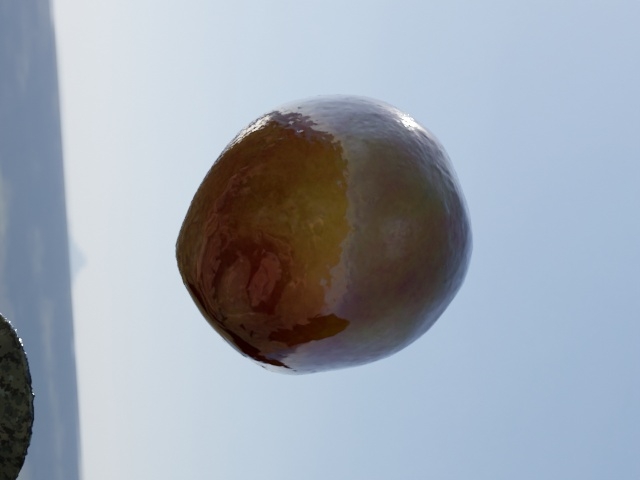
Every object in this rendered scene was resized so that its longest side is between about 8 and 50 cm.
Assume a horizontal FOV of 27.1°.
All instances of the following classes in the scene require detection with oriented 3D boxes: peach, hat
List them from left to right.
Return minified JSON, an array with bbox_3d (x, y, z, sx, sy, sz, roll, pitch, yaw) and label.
[{"bbox_3d":[-0.467,0.207,1.631,0.265,0.128,0.266,-3,-94,48],"label":"hat"},{"bbox_3d":[0.000,0.000,1.352,0.332,0.307,0.308,-32,131,-50],"label":"peach"}]
